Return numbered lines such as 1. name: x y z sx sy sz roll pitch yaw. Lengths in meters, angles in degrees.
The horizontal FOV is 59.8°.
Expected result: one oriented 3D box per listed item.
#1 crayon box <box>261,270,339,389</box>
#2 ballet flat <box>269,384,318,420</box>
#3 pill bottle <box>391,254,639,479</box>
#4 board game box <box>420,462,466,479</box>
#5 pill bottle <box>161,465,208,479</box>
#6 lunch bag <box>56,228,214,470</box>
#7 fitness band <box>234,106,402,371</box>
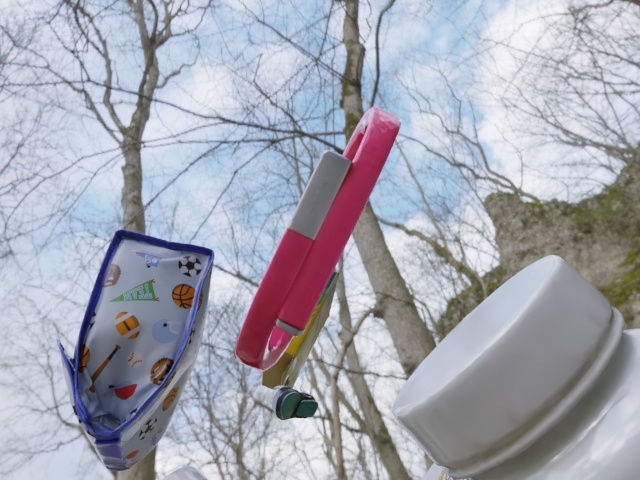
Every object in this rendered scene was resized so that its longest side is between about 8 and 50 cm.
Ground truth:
1. crayon box: -0.061 0.234 1.361 0.081 0.318 0.202 21 -42 10
2. ballet flat: -0.071 0.352 1.212 0.074 0.074 0.203 -25 -26 11
3. pill bottle: 0.236 0.195 0.388 0.361 0.204 0.204 46 -61 8
4. board game box: 0.214 0.398 0.700 0.064 0.316 0.242 30 -78 -15
5. pill bottle: -0.135 0.497 0.841 0.176 0.319 0.176 -38 -35 -33
6. lunch bag: -0.365 0.228 1.094 0.239 0.385 0.328 11 -33 -8
7. fitness band: 0.000 0.000 0.567 0.054 0.209 0.290 27 -87 3
